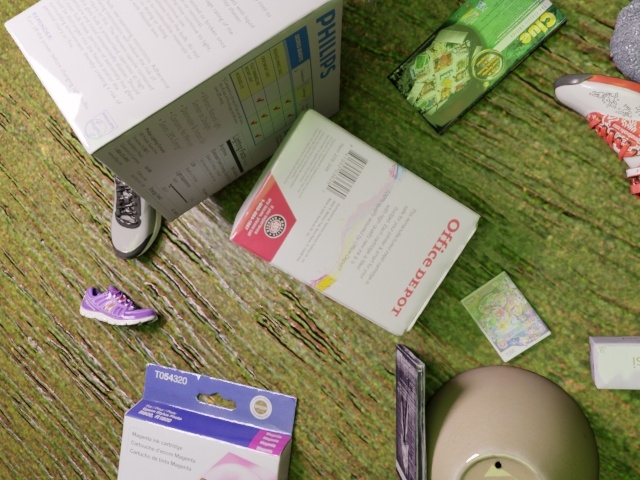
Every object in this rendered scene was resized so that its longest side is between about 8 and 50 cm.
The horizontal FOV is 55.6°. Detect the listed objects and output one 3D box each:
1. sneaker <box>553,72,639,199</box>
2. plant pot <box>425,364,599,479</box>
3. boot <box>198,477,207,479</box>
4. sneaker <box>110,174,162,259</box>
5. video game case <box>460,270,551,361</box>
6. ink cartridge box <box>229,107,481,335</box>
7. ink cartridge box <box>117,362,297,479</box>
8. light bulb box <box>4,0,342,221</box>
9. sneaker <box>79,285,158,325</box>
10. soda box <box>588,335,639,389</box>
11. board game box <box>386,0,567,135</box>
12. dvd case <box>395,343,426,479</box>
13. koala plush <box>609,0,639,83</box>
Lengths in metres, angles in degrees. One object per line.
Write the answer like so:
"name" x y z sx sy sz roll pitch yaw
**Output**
"sneaker" 0.458 -0.143 0.887 0.270 0.090 0.144 21 95 14
"plant pot" 0.271 0.347 0.902 0.284 0.191 0.283 1 92 18
"boot" -0.115 0.469 1.020 0.220 0.109 0.283 37 102 19
"sneaker" -0.352 -0.097 1.139 0.100 0.108 0.271 15 97 15
"video game case" 0.299 0.123 0.983 0.087 0.011 0.122 -37 80 15
"ink cartridge box" 0.048 -0.029 0.935 0.306 0.131 0.226 31 97 -13
"ink cartridge box" -0.221 0.423 1.126 0.324 0.071 0.329 8 94 18
"light bulb box" -0.176 -0.248 0.904 0.361 0.358 0.225 -35 80 -6
"sneaker" -0.394 0.126 1.178 0.170 0.068 0.071 10 88 18
"soda box" 0.512 0.177 0.882 0.216 0.074 0.069 -4 90 18
"board game box" 0.248 -0.307 0.984 0.260 0.030 0.136 -41 77 14
"dvd case" 0.142 0.288 0.960 0.018 0.164 0.221 0 91 -4
"koala plush" 0.503 -0.301 0.801 0.204 0.221 0.196 -18 86 18
